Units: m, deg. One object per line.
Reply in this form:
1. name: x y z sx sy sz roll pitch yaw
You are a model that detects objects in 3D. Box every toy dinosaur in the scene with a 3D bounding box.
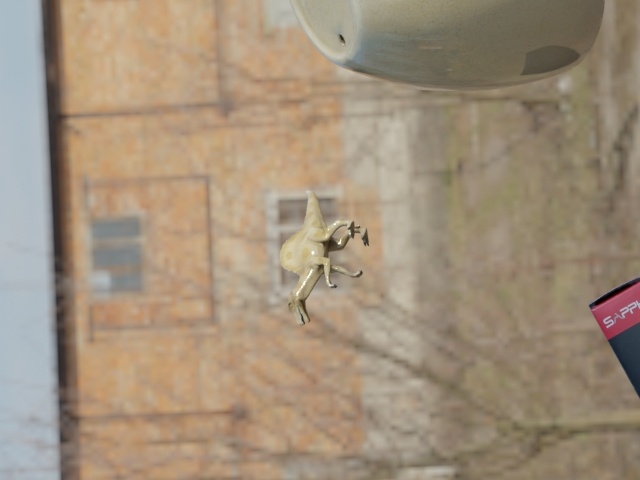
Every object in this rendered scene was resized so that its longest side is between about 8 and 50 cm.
1. toy dinosaur: 0.000 0.000 1.919 0.053 0.092 0.183 55 -147 -47

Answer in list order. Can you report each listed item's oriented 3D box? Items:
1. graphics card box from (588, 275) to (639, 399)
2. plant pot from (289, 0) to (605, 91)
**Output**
1. graphics card box: 0.429 0.206 1.859 0.371 0.094 0.233 64 -161 13
2. plant pot: 0.077 -0.242 1.500 0.284 0.191 0.284 51 155 36
